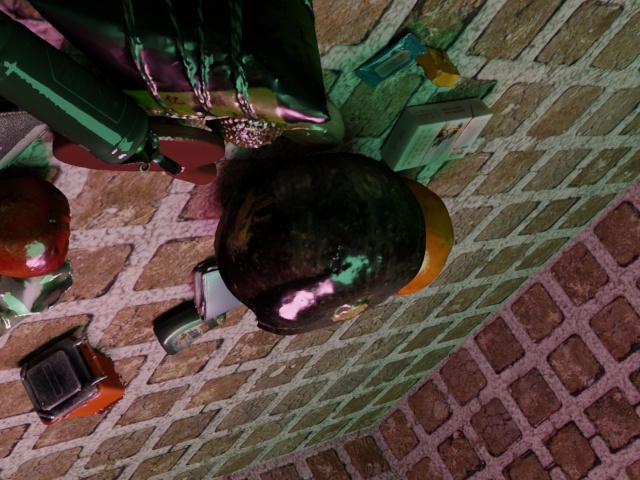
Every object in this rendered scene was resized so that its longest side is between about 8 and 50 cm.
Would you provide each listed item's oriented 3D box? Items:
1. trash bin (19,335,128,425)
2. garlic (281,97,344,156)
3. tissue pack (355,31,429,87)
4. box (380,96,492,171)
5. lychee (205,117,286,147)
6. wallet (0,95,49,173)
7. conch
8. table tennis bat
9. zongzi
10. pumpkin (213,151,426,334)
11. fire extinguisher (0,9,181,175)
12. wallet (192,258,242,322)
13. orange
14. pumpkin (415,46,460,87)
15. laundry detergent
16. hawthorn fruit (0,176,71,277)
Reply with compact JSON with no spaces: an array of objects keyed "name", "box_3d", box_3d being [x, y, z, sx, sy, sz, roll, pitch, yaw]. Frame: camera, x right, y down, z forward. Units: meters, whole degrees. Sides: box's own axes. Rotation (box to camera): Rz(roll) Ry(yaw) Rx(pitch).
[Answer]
[{"name":"trash bin","box_3d":[-0.553,0.323,2.055,0.184,0.161,0.238,-33,163,4]},{"name":"garlic","box_3d":[-0.015,-0.219,1.746,0.128,0.091,0.198,-22,166,16]},{"name":"tissue pack","box_3d":[0.137,-0.351,1.720,0.138,0.028,0.085,-34,153,17]},{"name":"box","box_3d":[0.265,-0.244,2.020,0.233,0.067,0.149,-14,151,-35]},{"name":"lychee","box_3d":[-0.125,-0.242,1.472,0.171,0.171,0.171,-26,155,-13]},{"name":"wallet","box_3d":[-0.503,-0.141,1.262,0.221,0.071,0.262,-40,174,19]},{"name":"conch","box_3d":[-0.588,0.091,1.555,0.277,0.195,0.220,16,118,-30]},{"name":"table tennis bat","box_3d":[-0.276,-0.141,1.485,0.268,0.051,0.414,-5,175,16]},{"name":"zongzi","box_3d":[-0.200,-0.293,1.209,0.383,0.319,0.362,-15,163,19]},{"name":"pumpkin","box_3d":[0.000,0.000,1.833,0.454,0.344,0.454,-20,163,-6]},{"name":"fire extinguisher","box_3d":[-0.326,-0.182,1.191,0.311,0.114,0.095,35,84,-36]},{"name":"wallet","box_3d":[-0.195,0.088,2.115,0.231,0.069,0.170,-21,136,-29]},{"name":"orange","box_3d":[0.182,-0.009,2.107,0.226,0.284,0.284,-7,146,-50]},{"name":"pumpkin","box_3d":[0.232,-0.346,1.780,0.083,0.074,0.054,0,146,-50]},{"name":"laundry detergent","box_3d":[-0.299,0.198,2.197,0.221,0.078,0.144,-30,158,-8]},{"name":"hawthorn fruit","box_3d":[-0.494,-0.026,1.445,0.173,0.179,0.174,-156,-90,-89]}]
